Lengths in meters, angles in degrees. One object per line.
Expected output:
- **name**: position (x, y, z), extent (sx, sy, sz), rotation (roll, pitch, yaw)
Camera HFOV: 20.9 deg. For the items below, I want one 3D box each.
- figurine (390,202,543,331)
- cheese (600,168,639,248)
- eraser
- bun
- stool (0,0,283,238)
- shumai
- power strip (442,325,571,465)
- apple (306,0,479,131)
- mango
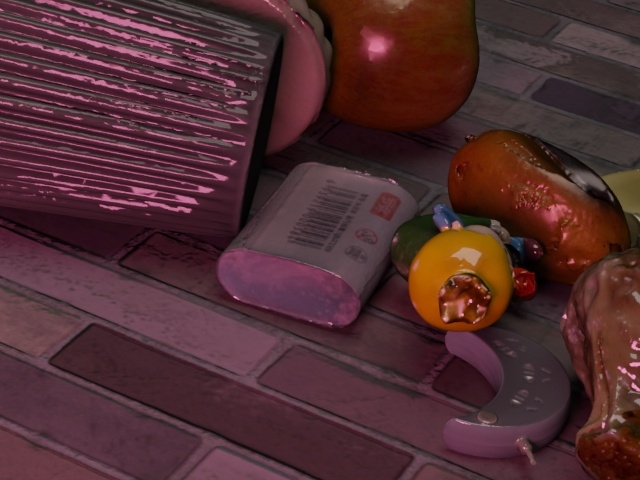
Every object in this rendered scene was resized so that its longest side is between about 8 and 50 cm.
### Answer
- **figurine**: position (0.175, 0.040, 1.869), extent (0.185, 0.127, 0.234), rotation (17, 2, -15)
- **cheese**: position (0.427, -0.063, 2.205), extent (0.127, 0.050, 0.255), rotation (26, 35, 30)
- **eraser**: position (0.000, 0.000, 1.992), extent (0.174, 0.081, 0.227), rotation (13, 33, 16)
- **bun**: position (-0.102, -0.247, 2.193), extent (0.263, 0.263, 0.175), rotation (11, 33, 6)
- **stool**: position (-0.228, -0.154, 2.012), extent (0.330, 0.297, 0.297), rotation (13, 32, 1)
- **shumai**: position (0.308, 0.137, 1.740), extent (0.222, 0.225, 0.260), rotation (-31, 29, -19)
- **power strip**: position (0.193, 0.165, 1.802), extent (0.137, 0.044, 0.216), rotation (7, 32, -1)
- **apple**: position (0.077, -0.267, 2.265), extent (0.264, 0.264, 0.264), rotation (5, 32, -3)
- **mango**: position (0.256, -0.033, 2.041), extent (0.248, 0.151, 0.156), rotation (34, 0, 24)
